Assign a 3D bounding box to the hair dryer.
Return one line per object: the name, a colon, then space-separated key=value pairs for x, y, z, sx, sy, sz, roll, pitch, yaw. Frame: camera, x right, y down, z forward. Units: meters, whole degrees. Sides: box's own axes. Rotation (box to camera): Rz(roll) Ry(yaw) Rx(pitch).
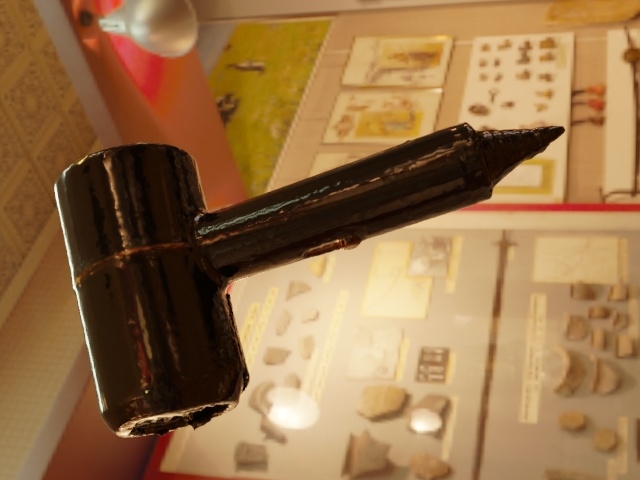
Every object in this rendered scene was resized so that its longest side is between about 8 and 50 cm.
hair dryer: x=0.000 y=0.000 z=0.624 sx=0.107 sy=0.352 sz=0.189 roll=45 pitch=-151 yaw=-71
